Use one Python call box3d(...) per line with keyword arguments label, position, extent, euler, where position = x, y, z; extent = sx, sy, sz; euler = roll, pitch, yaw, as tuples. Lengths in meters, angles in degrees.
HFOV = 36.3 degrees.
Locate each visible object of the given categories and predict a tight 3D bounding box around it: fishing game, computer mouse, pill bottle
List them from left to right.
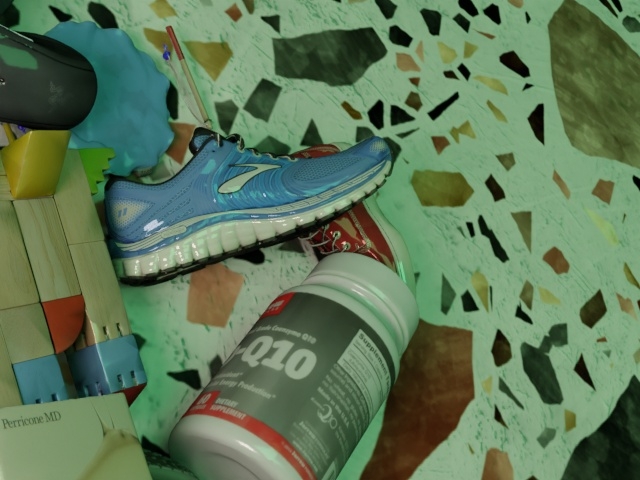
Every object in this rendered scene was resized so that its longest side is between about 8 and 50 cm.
box3d(label="computer mouse", position=(-0.354, -0.136, 0.935), extent=(0.262, 0.060, 0.184), euler=(22, 99, -28))
box3d(label="fishing game", position=(-0.245, -0.155, 1.092), extent=(0.264, 0.041, 0.189), euler=(-23, 89, -43))
box3d(label="pill bottle", position=(-0.017, 0.149, 1.021), extent=(0.161, 0.161, 0.283), euler=(45, 50, -9))

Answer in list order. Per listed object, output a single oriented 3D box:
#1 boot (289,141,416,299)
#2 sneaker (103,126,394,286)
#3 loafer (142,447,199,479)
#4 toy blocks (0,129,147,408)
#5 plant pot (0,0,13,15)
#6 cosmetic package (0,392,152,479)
box3d(label="boot", position=(0.000, 0.000, 1.159), extent=(0.176, 0.088, 0.244), euler=(-12, 68, -37))
box3d(label="sneaker", position=(-0.075, -0.065, 1.046), extent=(0.330, 0.130, 0.147), euler=(-18, 86, -17))
box3d(label="loafer", position=(-0.234, 0.236, 0.888), extent=(0.251, 0.094, 0.087), euler=(6, 89, -23))
box3d(label="toy blocks", position=(-0.312, 0.060, 0.845), extent=(0.381, 0.191, 0.261), euler=(-9, 80, -55))
box3d(label="plant pot", position=(-0.364, -0.388, 0.998), extent=(0.248, 0.247, 0.252), euler=(40, 41, -13))
box3d(label="cosmetic package", position=(-0.185, 0.281, 0.721), extent=(0.160, 0.113, 0.309), euler=(4, 62, -62))
